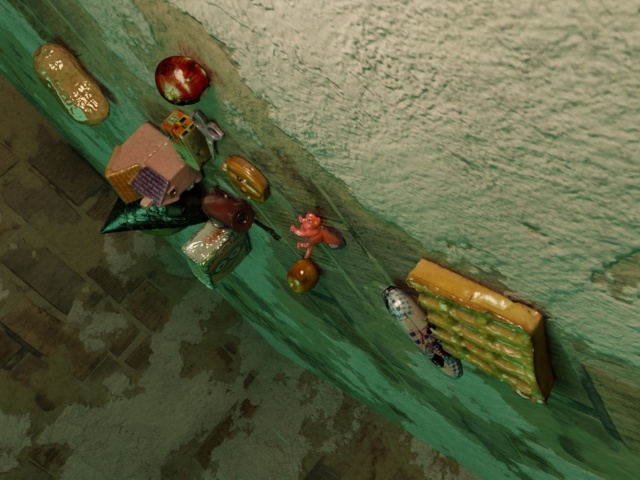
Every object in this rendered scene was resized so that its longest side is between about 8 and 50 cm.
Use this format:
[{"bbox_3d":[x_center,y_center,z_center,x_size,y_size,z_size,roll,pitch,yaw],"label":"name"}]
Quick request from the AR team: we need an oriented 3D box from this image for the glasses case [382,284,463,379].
[{"bbox_3d":[0.269,0.242,1.549,0.327,0.076,0.125,49,-173,-23],"label":"glasses case"}]

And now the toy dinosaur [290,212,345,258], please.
[{"bbox_3d":[0.007,0.000,1.614,0.139,0.070,0.286,13,158,12],"label":"toy dinosaur"}]

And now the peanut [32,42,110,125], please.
[{"bbox_3d":[-0.827,-0.509,1.954,0.159,0.143,0.291,3,138,48],"label":"peanut"}]

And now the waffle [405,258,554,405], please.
[{"bbox_3d":[0.363,0.207,1.304,0.304,0.077,0.348,25,157,39],"label":"waffle"}]

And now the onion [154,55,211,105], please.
[{"bbox_3d":[-0.308,-0.355,1.302,0.117,0.118,0.118,-17,128,31],"label":"onion"}]

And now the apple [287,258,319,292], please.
[{"bbox_3d":[-0.056,0.119,1.932,0.099,0.102,0.114,43,162,-1],"label":"apple"}]

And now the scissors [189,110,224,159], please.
[{"bbox_3d":[-0.300,-0.276,1.613,0.110,0.021,0.212,34,162,10],"label":"scissors"}]

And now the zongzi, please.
[{"bbox_3d":[-0.624,-0.113,2.164,0.384,0.362,0.319,34,180,14],"label":"zongzi"}]

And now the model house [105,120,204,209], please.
[{"bbox_3d":[-0.548,-0.210,1.938,0.237,0.237,0.202,37,161,12],"label":"model house"}]

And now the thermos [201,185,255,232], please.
[{"bbox_3d":[-0.324,-0.109,1.966,0.232,0.099,0.124,28,128,41],"label":"thermos"}]

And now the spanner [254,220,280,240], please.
[{"bbox_3d":[-0.211,-0.056,1.984,0.209,0.012,0.046,33,162,24],"label":"spanner"}]

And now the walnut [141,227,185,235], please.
[{"bbox_3d":[-0.653,-0.130,2.380,0.283,0.283,0.227,28,118,37],"label":"walnut"}]

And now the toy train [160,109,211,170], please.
[{"bbox_3d":[-0.373,-0.280,1.681,0.099,0.072,0.188,25,157,26],"label":"toy train"}]

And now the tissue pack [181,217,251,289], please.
[{"bbox_3d":[-0.384,0.036,2.211,0.128,0.228,0.311,39,163,11],"label":"tissue pack"}]

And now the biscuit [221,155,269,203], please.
[{"bbox_3d":[-0.216,-0.168,1.650,0.170,0.050,0.170,36,162,14],"label":"biscuit"}]
